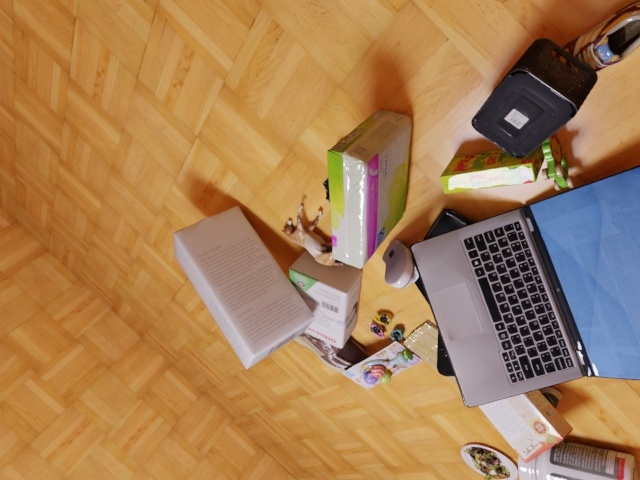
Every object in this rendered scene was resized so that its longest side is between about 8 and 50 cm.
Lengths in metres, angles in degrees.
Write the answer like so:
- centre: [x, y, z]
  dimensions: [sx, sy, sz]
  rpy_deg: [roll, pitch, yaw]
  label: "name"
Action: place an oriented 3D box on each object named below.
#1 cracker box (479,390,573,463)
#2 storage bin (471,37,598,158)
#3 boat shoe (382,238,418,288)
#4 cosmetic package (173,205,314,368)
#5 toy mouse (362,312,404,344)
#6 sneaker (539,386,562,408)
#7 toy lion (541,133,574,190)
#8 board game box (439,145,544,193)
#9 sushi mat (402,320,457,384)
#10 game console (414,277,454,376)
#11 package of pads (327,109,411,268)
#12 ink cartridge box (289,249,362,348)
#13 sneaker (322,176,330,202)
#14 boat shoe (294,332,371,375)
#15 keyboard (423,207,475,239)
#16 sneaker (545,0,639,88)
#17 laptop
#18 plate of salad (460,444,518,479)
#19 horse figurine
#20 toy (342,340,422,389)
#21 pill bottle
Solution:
- centre: [0.543, 0.467, 1.254]
  dimensions: [0.232, 0.067, 0.155]
  rpy_deg: [52, 135, 29]
  label: "cracker box"
- centre: [0.364, -0.240, 0.792]
  dimensions: [0.122, 0.084, 0.180]
  rpy_deg: [37, 162, 4]
  label: "storage bin"
- centre: [0.213, 0.061, 1.126]
  dimensions: [0.084, 0.258, 0.095]
  rpy_deg: [32, 108, -4]
  label: "boat shoe"
- centre: [-0.249, 0.139, 1.425]
  dimensions: [0.453, 0.230, 0.161]
  rpy_deg: [54, 150, 15]
  label: "cosmetic package"
- centre: [0.216, 0.287, 1.461]
  dimensions: [0.161, 0.031, 0.143]
  rpy_deg: [-6, 121, 41]
  label: "toy mouse"
- centre: [0.603, 0.469, 1.291]
  dimensions: [0.065, 0.076, 0.166]
  rpy_deg: [42, 140, 0]
  label: "sneaker"
- centre: [0.446, -0.154, 0.861]
  dimensions: [0.034, 0.096, 0.100]
  rpy_deg: [-12, 158, 43]
  label: "toy lion"
- centre: [0.348, -0.147, 0.928]
  dimensions: [0.181, 0.092, 0.043]
  rpy_deg: [-4, 123, 39]
  label: "board game box"
- centre: [0.414, 0.376, 1.398]
  dimensions: [0.316, 0.019, 0.151]
  rpy_deg: [37, 139, 4]
  label: "sushi mat"
- centre: [0.367, 0.180, 1.103]
  dimensions: [0.173, 0.250, 0.293]
  rpy_deg: [28, 147, -31]
  label: "game console"
- centre: [0.115, -0.118, 1.029]
  dimensions: [0.101, 0.229, 0.296]
  rpy_deg: [21, 137, 25]
  label: "package of pads"
- centre: [0.013, 0.190, 1.464]
  dimensions: [0.201, 0.117, 0.278]
  rpy_deg: [22, 136, 21]
  label: "ink cartridge box"
- centre: [0.046, -0.162, 1.159]
  dimensions: [0.063, 0.075, 0.170]
  rpy_deg: [26, 137, 17]
  label: "sneaker"
- centre: [0.035, 0.348, 1.591]
  dimensions: [0.342, 0.123, 0.123]
  rpy_deg: [31, 137, 17]
  label: "boat shoe"
- centre: [0.403, 0.061, 1.119]
  dimensions: [0.317, 0.033, 0.201]
  rpy_deg: [34, 138, 10]
  label: "keyboard"
- centre: [0.439, -0.302, 0.727]
  dimensions: [0.069, 0.084, 0.185]
  rpy_deg: [45, 139, -5]
  label: "sneaker"
- centre: [0.429, 0.120, 0.876]
  dimensions: [0.408, 0.236, 0.382]
  rpy_deg: [-19, 85, 10]
  label: "laptop"
- centre: [0.596, 0.801, 1.613]
  dimensions: [0.200, 0.048, 0.200]
  rpy_deg: [21, 136, 22]
  label: "plate of salad"
- centre: [0.000, 0.000, 1.347]
  dimensions: [0.263, 0.066, 0.174]
  rpy_deg: [36, 134, 9]
  label: "horse figurine"
- centre: [0.204, 0.434, 1.498]
  dimensions: [0.137, 0.056, 0.237]
  rpy_deg: [38, 117, -25]
  label: "toy"
- centre: [0.736, 0.667, 1.301]
  dimensions: [0.283, 0.161, 0.161]
  rpy_deg: [-4, 123, 40]
  label: "pill bottle"
